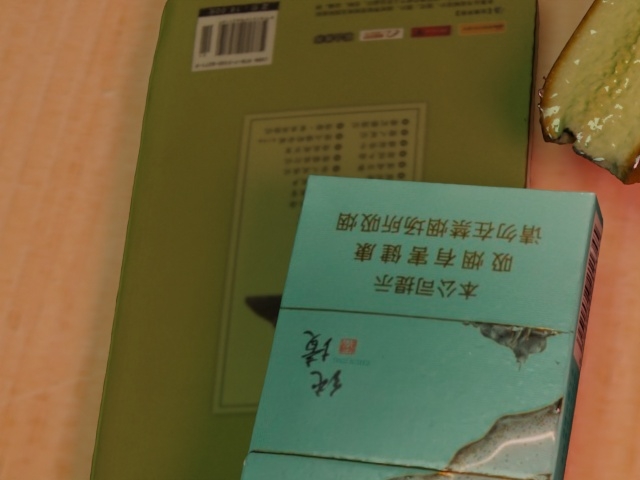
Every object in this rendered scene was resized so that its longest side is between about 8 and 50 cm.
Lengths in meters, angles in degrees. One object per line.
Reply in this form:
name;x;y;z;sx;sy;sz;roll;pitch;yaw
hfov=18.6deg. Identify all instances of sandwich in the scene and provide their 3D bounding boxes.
sandwich;0.209;-0.125;1.104;0.090;0.088;0.244;22;73;33

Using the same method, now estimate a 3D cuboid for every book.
book;0.000;0.000;1.113;0.239;0.035;0.352;-2;63;15

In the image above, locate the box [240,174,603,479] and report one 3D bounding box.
box;0.051;0.077;1.012;0.162;0.041;0.229;4;65;18
